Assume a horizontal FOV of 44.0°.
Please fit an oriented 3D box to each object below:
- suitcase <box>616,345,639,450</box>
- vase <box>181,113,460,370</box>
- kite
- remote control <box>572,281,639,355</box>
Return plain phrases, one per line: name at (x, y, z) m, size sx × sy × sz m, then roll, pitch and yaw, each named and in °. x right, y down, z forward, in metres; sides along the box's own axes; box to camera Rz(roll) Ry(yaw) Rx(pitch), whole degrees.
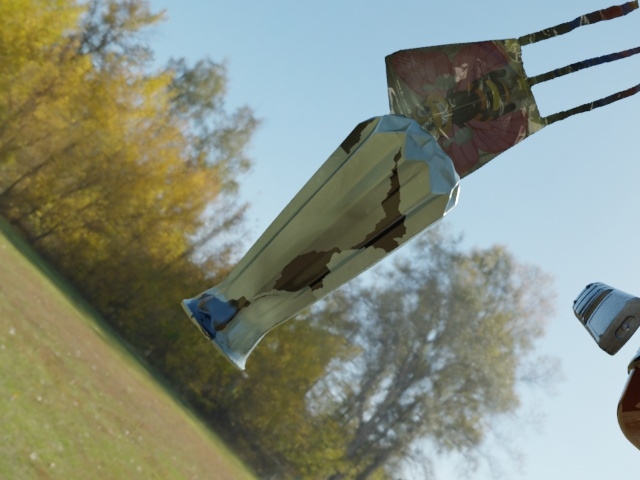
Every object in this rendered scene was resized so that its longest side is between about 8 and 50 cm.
suitcase at (0.386, 0.144, 0.544) m, size 0.297 × 0.161 × 0.236 m, roll 38°, pitch -21°, yaw -4°
vase at (0.000, 0.000, 0.986) m, size 0.165 × 0.360 × 0.165 m, roll 49°, pitch -4°, yaw 5°
kite at (0.267, -0.212, 1.076) m, size 0.022 × 0.361 × 0.204 m, roll -81°, pitch 149°, yaw -73°
remote control at (0.216, 0.055, 0.601) m, size 0.027 × 0.043 × 0.152 m, roll 42°, pitch 8°, yaw 6°
